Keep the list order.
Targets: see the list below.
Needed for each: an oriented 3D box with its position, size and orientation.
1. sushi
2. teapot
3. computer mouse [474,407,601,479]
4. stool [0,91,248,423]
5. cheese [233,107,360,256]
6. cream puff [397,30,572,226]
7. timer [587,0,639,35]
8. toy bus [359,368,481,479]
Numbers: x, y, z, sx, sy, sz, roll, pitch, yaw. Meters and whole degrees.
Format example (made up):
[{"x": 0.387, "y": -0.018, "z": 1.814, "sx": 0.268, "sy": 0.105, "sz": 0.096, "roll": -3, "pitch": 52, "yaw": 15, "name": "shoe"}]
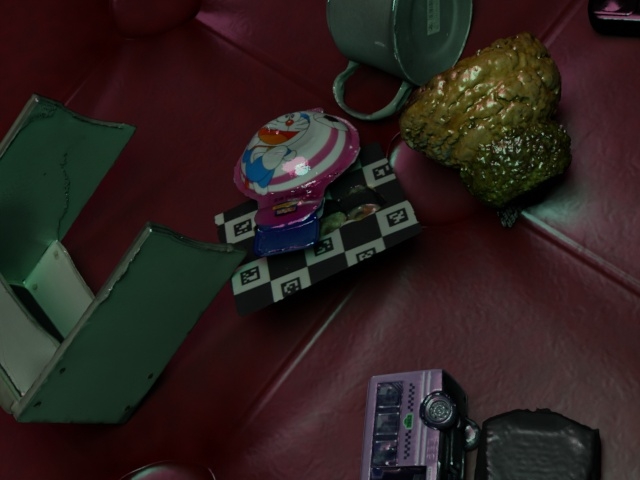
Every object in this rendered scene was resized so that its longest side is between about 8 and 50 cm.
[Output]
[{"x": 0.000, "y": 0.000, "z": 1.370, "sx": 0.215, "sy": 0.050, "sz": 0.192, "roll": -25, "pitch": 38, "yaw": 3, "name": "sushi"}, {"x": 0.069, "y": -0.257, "z": 1.418, "sx": 0.149, "sy": 0.162, "sz": 0.239, "roll": 15, "pitch": 103, "yaw": 34, "name": "teapot"}, {"x": 0.203, "y": 0.261, "z": 1.167, "sx": 0.122, "sy": 0.073, "sz": 0.217, "roll": 7, "pitch": 61, "yaw": 9, "name": "computer mouse"}, {"x": -0.267, "y": 0.027, "z": 1.352, "sx": 0.243, "sy": 0.170, "sz": 0.269, "roll": 47, "pitch": 108, "yaw": 30, "name": "stool"}, {"x": -0.031, "y": -0.073, "z": 1.380, "sx": 0.155, "sy": 0.062, "sz": 0.244, "roll": -12, "pitch": 41, "yaw": 17, "name": "cheese"}, {"x": 0.190, "y": -0.106, "z": 1.306, "sx": 0.183, "sy": 0.183, "sz": 0.169, "roll": -30, "pitch": 83, "yaw": 6, "name": "cream puff"}, {"x": 0.398, "y": -0.294, "z": 1.355, "sx": 0.187, "sy": 0.055, "sz": 0.144, "roll": 7, "pitch": 69, "yaw": 23, "name": "timer"}, {"x": 0.092, "y": 0.231, "z": 1.211, "sx": 0.108, "sy": 0.096, "sz": 0.199, "roll": -5, "pitch": 64, "yaw": 23, "name": "toy bus"}]
